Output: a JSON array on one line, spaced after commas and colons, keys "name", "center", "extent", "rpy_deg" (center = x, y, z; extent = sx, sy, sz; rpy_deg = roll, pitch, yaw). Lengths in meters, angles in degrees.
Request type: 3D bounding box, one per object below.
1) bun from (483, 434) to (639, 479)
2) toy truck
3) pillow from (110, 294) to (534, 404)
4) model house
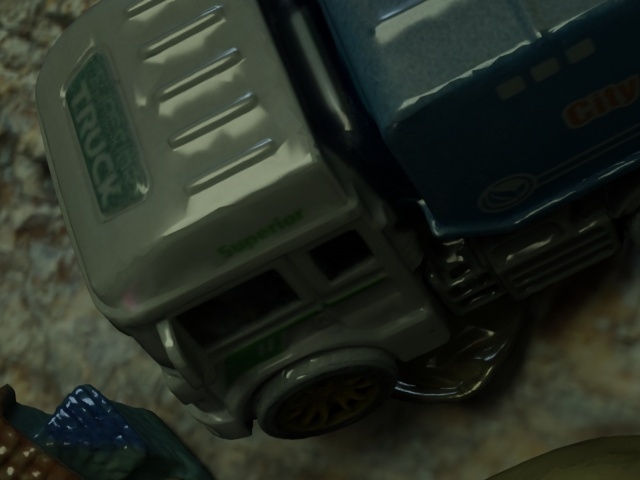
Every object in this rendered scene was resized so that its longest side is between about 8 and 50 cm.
[{"name": "bun", "center": [0.101, 0.154, 0.461], "extent": [0.193, 0.128, 0.178], "rpy_deg": [-14, 61, 42]}, {"name": "toy truck", "center": [0.078, -0.072, 0.530], "extent": [0.367, 0.175, 0.146], "rpy_deg": [-28, 57, 9]}, {"name": "pillow", "center": [0.000, 0.000, 0.656], "extent": [0.217, 0.033, 0.130], "rpy_deg": [13, 72, 36]}, {"name": "model house", "center": [-0.136, 0.128, 0.619], "extent": [0.148, 0.148, 0.119], "rpy_deg": [-49, 51, 9]}]
